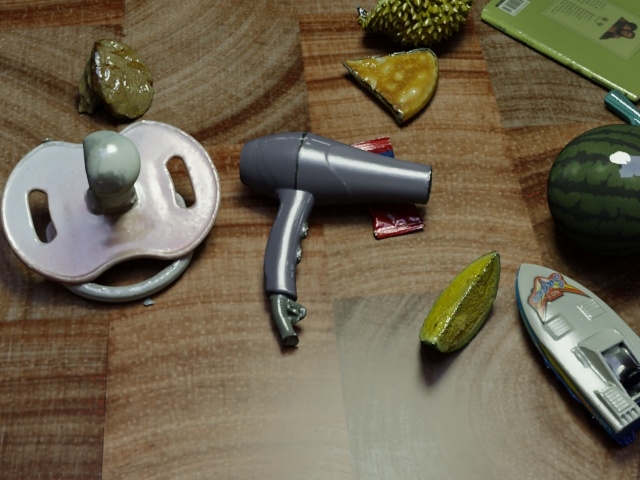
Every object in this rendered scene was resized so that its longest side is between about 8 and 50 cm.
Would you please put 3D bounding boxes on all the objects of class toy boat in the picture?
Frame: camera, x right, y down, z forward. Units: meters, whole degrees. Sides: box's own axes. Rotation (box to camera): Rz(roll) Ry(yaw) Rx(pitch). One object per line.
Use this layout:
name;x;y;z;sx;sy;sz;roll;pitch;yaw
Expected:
toy boat;0.371;0.140;1.408;0.129;0.088;0.295;-24;56;-18

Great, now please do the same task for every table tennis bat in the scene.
table tennis bat;0.565;-0.188;1.707;0.124;0.033;0.201;-30;62;-24

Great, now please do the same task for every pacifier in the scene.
pacifier;-0.313;-0.068;1.492;0.332;0.273;0.220;-14;37;-12

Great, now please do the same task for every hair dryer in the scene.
hair dryer;0.000;0.000;1.520;0.301;0.121;0.361;8;63;10

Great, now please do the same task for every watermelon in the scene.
watermelon;0.447;-0.073;1.504;0.212;0.212;0.212;0;52;0
watermelon;0.191;0.094;1.446;0.075;0.092;0.181;22;62;33

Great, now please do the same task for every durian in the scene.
durian;0.178;-0.417;1.825;0.237;0.138;0.193;-15;27;44

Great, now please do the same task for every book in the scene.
book;0.506;-0.406;1.875;0.352;0.035;0.239;37;62;24

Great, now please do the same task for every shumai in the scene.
shumai;-0.362;-0.283;1.740;0.105;0.139;0.123;7;13;44

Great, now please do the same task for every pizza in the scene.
pizza;0.120;-0.279;1.769;0.176;0.036;0.184;8;52;6

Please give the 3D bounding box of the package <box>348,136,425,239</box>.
package;0.102;-0.089;1.629;0.083;0.022;0.200;-11;54;-9
